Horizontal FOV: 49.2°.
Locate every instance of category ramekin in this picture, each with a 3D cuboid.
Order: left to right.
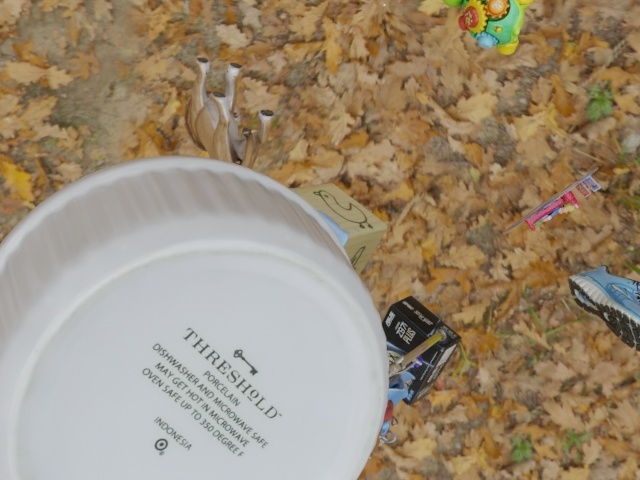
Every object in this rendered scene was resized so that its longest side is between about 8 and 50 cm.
[{"bbox_3d":[-0.082,0.087,0.443,0.273,0.127,0.272,-6,107,-20],"label":"ramekin"}]

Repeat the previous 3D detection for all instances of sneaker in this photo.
[{"bbox_3d":[0.396,0.079,0.900,0.073,0.162,0.063,-31,129,-6],"label":"sneaker"}]

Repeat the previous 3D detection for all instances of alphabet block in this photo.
[{"bbox_3d":[0.000,0.000,1.595,0.192,0.197,0.193,40,116,19],"label":"alphabet block"}]

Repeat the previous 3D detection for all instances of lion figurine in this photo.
[{"bbox_3d":[-0.208,-0.230,1.486,0.142,0.392,0.240,2,126,-18],"label":"lion figurine"}]

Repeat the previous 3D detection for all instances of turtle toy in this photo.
[{"bbox_3d":[0.200,-0.289,0.861,0.066,0.130,0.095,-20,145,-21],"label":"turtle toy"}]

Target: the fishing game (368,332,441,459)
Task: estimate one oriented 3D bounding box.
[{"bbox_3d":[0.036,0.203,0.653,0.041,0.189,0.264,36,104,19],"label":"fishing game"}]

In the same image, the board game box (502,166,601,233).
[{"bbox_3d":[0.353,-0.046,1.054,0.033,0.133,0.168,54,150,6],"label":"board game box"}]

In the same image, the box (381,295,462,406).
[{"bbox_3d":[0.192,0.235,1.492,0.147,0.078,0.180,42,128,27],"label":"box"}]
